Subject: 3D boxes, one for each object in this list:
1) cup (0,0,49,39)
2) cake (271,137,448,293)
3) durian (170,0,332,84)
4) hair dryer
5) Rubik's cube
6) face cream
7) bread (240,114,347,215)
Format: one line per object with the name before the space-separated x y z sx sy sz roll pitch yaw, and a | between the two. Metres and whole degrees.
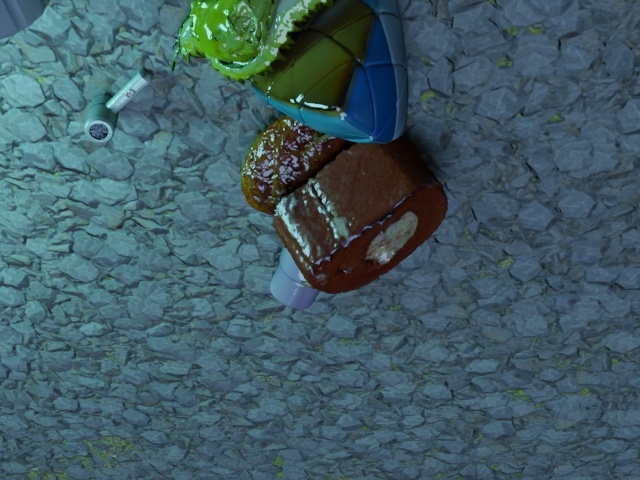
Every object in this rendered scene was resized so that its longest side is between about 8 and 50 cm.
cup | -0.439 -0.383 1.104 0.221 0.167 0.202 -1 140 12
cake | 0.067 -0.038 1.361 0.283 0.151 0.177 -39 154 11
durian | -0.107 -0.292 1.156 0.375 0.106 0.132 -11 134 37
hair dryer | -0.315 -0.219 1.332 0.137 0.082 0.047 -37 122 19
Rubik's cube | 0.022 -0.209 1.217 0.254 0.254 0.254 4 137 4
face cream | 0.000 0.000 1.516 0.154 0.096 0.274 21 123 -10
bread | -0.033 -0.137 1.358 0.139 0.095 0.269 26 131 -29
